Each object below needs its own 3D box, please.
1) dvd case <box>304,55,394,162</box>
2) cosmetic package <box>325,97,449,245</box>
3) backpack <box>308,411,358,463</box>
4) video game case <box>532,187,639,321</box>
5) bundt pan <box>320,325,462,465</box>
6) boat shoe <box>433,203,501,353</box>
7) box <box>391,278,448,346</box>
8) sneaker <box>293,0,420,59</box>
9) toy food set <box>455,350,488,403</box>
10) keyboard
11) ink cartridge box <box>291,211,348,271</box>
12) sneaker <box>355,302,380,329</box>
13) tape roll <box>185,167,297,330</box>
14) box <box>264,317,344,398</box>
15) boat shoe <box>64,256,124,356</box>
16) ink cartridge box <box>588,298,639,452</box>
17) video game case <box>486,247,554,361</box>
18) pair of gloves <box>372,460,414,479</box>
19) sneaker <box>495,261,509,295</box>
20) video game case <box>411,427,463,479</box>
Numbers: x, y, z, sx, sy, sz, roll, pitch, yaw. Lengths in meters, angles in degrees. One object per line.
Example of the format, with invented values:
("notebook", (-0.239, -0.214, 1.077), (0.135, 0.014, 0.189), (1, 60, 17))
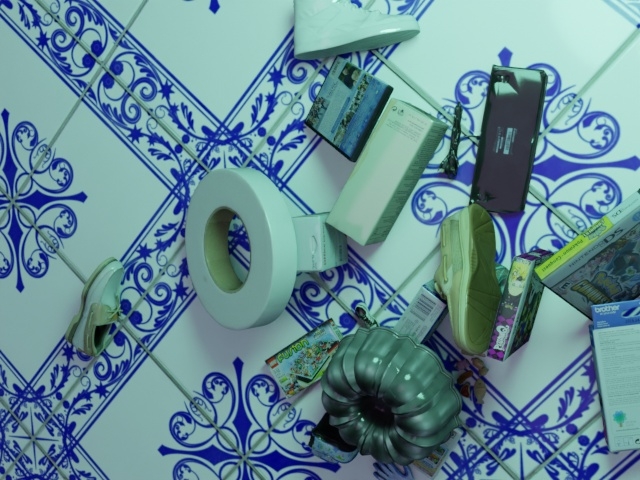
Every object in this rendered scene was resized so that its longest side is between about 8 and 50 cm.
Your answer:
("dvd case", (0.057, -0.300, 1.668), (0.180, 0.022, 0.253), (-63, 35, 15))
("cosmetic package", (0.150, -0.150, 1.652), (0.113, 0.160, 0.309), (34, 105, 16))
("backpack", (0.040, 0.483, 1.787), (0.114, 0.105, 0.084), (24, 126, 18))
("video game case", (0.582, 0.043, 1.452), (0.248, 0.275, 0.035), (-42, 43, 20))
("bundt pan", (0.138, 0.360, 1.639), (0.331, 0.124, 0.330), (16, 122, 27))
("boat shoe", (0.305, 0.087, 1.569), (0.110, 0.122, 0.341), (-23, 45, 41))
("box", (0.236, 0.161, 1.656), (0.072, 0.137, 0.126), (36, 107, 14))
("sneaker", (0.073, -0.518, 1.677), (0.293, 0.108, 0.169), (-5, 87, 15))
("toy food set", (0.344, 0.308, 1.693), (0.078, 0.019, 0.122), (10, 106, 21))
("keyboard", (0.371, -0.223, 1.625), (0.202, 0.033, 0.317), (11, 98, 14))
("ink cartridge box", (0.000, 0.000, 1.716), (0.072, 0.175, 0.127), (-1, 94, 22))
("sneaker", (0.109, 0.187, 1.765), (0.032, 0.037, 0.083), (-39, 82, 19))
("tape roll", (-0.198, 0.020, 1.763), (0.392, 0.072, 0.391), (11, 104, 50))
("box", (-0.028, 0.291, 1.829), (0.207, 0.036, 0.114), (-36, 81, 21))
("boat shoe", (-0.589, 0.183, 2.012), (0.103, 0.113, 0.302), (36, 117, 14))
("ink cartridge box", (0.661, 0.267, 1.518), (0.186, 0.065, 0.310), (-9, 96, 11))
("video game case", (0.415, 0.126, 1.530), (0.042, 0.232, 0.210), (18, 101, 26))
("pair of gloves", (0.160, 0.616, 1.792), (0.159, 0.023, 0.198), (44, 109, 12))
("sneaker", (0.368, 0.123, 1.643), (0.076, 0.065, 0.166), (21, 104, 15))
("video game case", (0.234, 0.463, 1.750), (0.157, 0.019, 0.143), (32, 106, 16))
